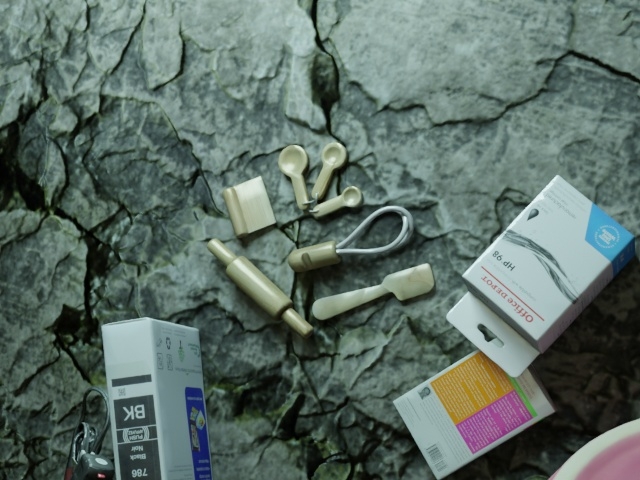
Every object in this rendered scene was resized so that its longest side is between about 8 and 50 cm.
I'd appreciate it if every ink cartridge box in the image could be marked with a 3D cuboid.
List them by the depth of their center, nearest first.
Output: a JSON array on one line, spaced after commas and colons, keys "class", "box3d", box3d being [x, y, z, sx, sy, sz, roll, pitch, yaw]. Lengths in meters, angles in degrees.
[{"class": "ink cartridge box", "box3d": [0.218, 0.038, 1.379, 0.104, 0.060, 0.180, 42, 85, 20]}, {"class": "ink cartridge box", "box3d": [-0.164, 0.254, 1.471, 0.065, 0.165, 0.332, -10, 79, 11]}]

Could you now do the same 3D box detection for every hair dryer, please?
[{"class": "hair dryer", "box3d": [-0.261, 0.331, 1.529, 0.080, 0.223, 0.293, 14, 103, -11]}]

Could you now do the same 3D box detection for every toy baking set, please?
[{"class": "toy baking set", "box3d": [-0.005, 0.004, 1.511, 0.197, 0.030, 0.256, -47, 70, 10]}]

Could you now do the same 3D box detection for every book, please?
[{"class": "book", "box3d": [0.160, 0.172, 1.425, 0.144, 0.035, 0.096, -33, 76, 16]}]

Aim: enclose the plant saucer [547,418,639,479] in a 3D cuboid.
[{"class": "plant saucer", "box3d": [0.323, 0.260, 1.204, 0.332, 0.332, 0.084, -6, 122, 21]}]
